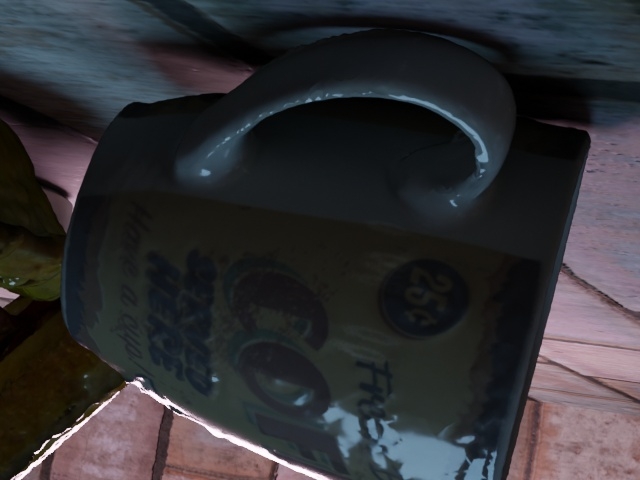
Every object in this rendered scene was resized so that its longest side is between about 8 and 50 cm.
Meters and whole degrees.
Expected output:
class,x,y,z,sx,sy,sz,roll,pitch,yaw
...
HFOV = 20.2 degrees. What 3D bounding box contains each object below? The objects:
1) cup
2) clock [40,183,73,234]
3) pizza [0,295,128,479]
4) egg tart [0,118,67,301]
class,x,y,z,sx,sy,sz,roll,pitch,yaw
cup,0.000,0.000,0.941,0.257,0.227,0.301,13,144,6
clock,-0.337,-0.021,1.591,0.230,0.083,0.230,7,173,1
pizza,-0.242,0.092,1.419,0.130,0.440,0.406,51,174,-11
egg tart,-0.307,-0.041,1.196,0.345,0.132,0.345,10,172,1
